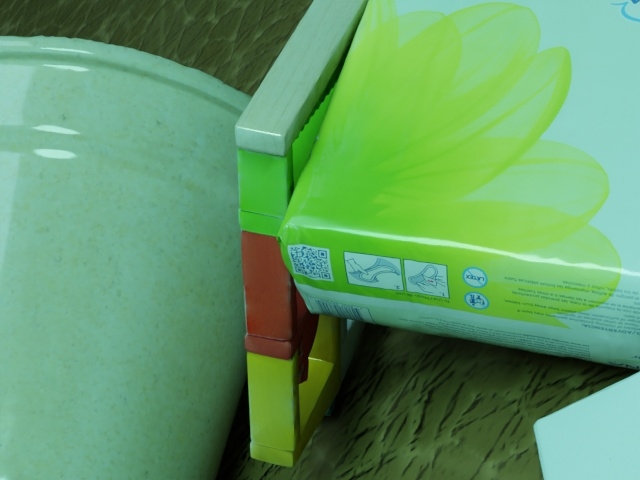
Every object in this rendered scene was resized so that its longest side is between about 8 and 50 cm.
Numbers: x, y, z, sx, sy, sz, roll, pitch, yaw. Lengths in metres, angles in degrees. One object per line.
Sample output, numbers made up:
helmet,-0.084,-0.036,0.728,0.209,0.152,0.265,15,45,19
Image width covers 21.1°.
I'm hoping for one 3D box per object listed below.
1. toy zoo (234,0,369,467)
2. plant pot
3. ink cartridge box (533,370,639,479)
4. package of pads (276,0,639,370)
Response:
toy zoo,0.000,0.000,1.037,0.030,0.293,0.192,11,40,15
plant pot,-0.180,0.080,1.163,0.334,0.334,0.305,-22,51,45
ink cartridge box,0.158,0.214,0.564,0.065,0.165,0.333,-29,42,24
package of pads,0.131,-0.076,0.951,0.229,0.101,0.296,9,58,19
